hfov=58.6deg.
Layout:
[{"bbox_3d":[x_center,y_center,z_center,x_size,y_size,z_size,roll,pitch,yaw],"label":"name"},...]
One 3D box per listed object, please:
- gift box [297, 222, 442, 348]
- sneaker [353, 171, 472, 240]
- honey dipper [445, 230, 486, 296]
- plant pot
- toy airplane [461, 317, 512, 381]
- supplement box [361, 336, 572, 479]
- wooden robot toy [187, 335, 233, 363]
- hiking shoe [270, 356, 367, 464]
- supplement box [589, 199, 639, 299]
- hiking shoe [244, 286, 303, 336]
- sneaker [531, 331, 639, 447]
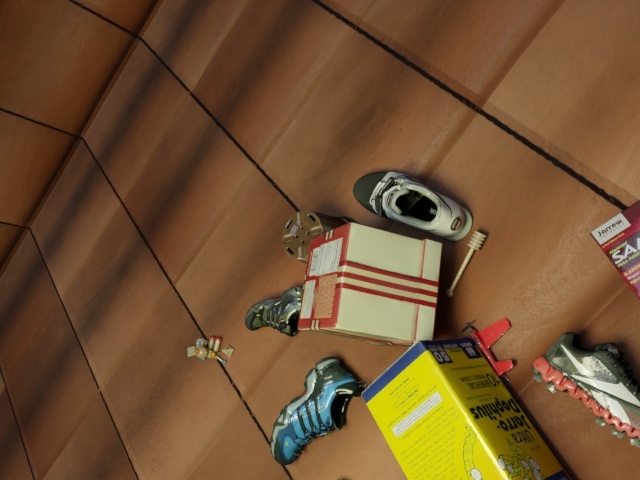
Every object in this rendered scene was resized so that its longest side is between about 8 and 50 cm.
[{"bbox_3d":[0.113,0.102,1.277,0.276,0.258,0.254,167,115,-69],"label":"gift box"},{"bbox_3d":[0.188,-0.103,1.352,0.331,0.146,0.122,23,95,40],"label":"sneaker"},{"bbox_3d":[0.324,0.056,1.280,0.031,0.031,0.160,31,101,38],"label":"honey dipper"},{"bbox_3d":[0.000,0.000,1.454,0.167,0.165,0.166,-11,71,36],"label":"plant pot"},{"bbox_3d":[0.351,0.237,1.212,0.151,0.028,0.151,-10,74,37],"label":"toy airplane"},{"bbox_3d":[0.279,0.388,1.107,0.195,0.194,0.356,-50,54,28],"label":"supplement box"},{"bbox_3d":[-0.343,0.321,1.692,0.174,0.079,0.076,-2,78,37],"label":"wooden robot toy"},{"bbox_3d":[-0.016,0.436,1.389,0.132,0.113,0.303,36,101,38],"label":"hiking shoe"},{"bbox_3d":[0.617,0.049,1.026,0.130,0.073,0.239,-40,57,24],"label":"supplement box"},{"bbox_3d":[-0.113,0.211,1.538,0.227,0.086,0.114,-30,59,27],"label":"hiking shoe"},{"bbox_3d":[0.526,0.262,1.025,0.276,0.098,0.135,36,103,39],"label":"sneaker"}]
